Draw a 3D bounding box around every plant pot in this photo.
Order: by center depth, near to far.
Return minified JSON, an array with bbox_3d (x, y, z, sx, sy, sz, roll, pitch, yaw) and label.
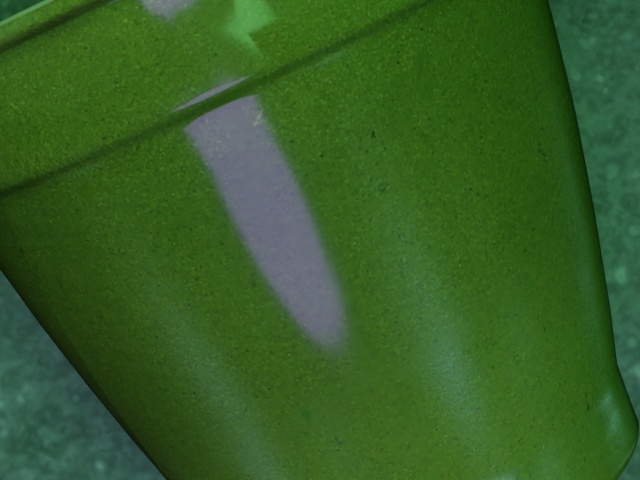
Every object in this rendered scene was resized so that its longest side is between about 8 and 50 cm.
[{"bbox_3d":[0.000,0.000,0.944,0.366,0.366,0.353,-26,99,-7],"label":"plant pot"}]
